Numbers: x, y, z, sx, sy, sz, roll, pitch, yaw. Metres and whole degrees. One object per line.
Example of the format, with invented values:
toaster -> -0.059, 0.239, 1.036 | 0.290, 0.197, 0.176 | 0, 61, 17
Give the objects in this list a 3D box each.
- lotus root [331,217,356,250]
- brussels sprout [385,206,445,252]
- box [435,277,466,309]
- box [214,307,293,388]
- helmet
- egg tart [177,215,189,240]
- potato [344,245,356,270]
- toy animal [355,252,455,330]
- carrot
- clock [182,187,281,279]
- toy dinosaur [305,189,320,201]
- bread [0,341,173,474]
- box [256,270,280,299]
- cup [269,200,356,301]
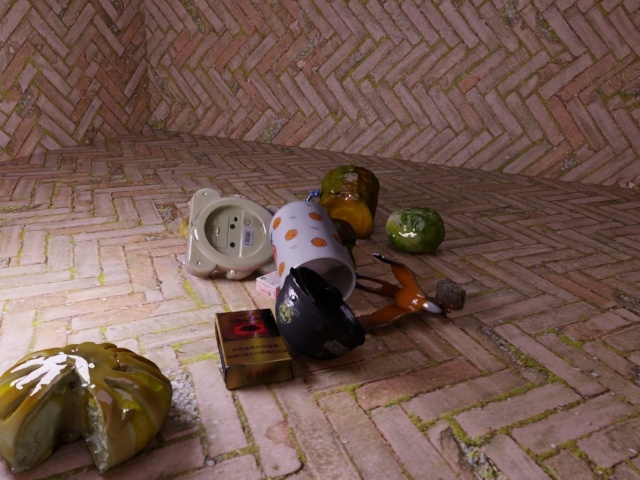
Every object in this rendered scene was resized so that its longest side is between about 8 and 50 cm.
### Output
lotus root -> 0.000, 0.000, 1.821 | 0.274, 0.152, 0.160 | -9, 18, -30
brussels sprout -> 0.359, -0.034, 1.966 | 0.223, 0.161, 0.223 | -8, 40, 7
box -> 0.396, 0.162, 1.583 | 0.044, 0.062, 0.098 | -8, 25, -24
box -> -0.167, 0.254, 1.264 | 0.159, 0.071, 0.240 | -5, 24, -15
helmet -> -0.022, 0.191, 1.256 | 0.278, 0.160, 0.231 | 31, 19, -51
egg tart -> -0.355, -0.024, 1.871 | 0.318, 0.128, 0.319 | 1, 21, 0
potato -> 0.056, 0.073, 1.748 | 0.103, 0.066, 0.096 | -2, 60, -27
toy animal -> 0.226, 0.172, 1.518 | 0.301, 0.225, 0.284 | 17, 1, 0
carrot -> 0.116, -0.175, 2.093 | 0.241, 0.242, 0.341 | 5, 45, 4
clock -> -0.274, -0.014, 1.677 | 0.309, 0.284, 0.114 | 8, -21, -21
toy dinosaur -> -0.123, -0.104, 2.024 | 0.247, 0.188, 0.075 | 0, 14, -5
bread -> -0.455, 0.294, 0.997 | 0.332, 0.160, 0.333 | 4, 20, -1
box -> -0.125, 0.133, 1.611 | 0.089, 0.043, 0.125 | 22, 28, 39
cup -> -0.035, 0.031, 1.544 | 0.212, 0.213, 0.317 | -2, 38, -13
